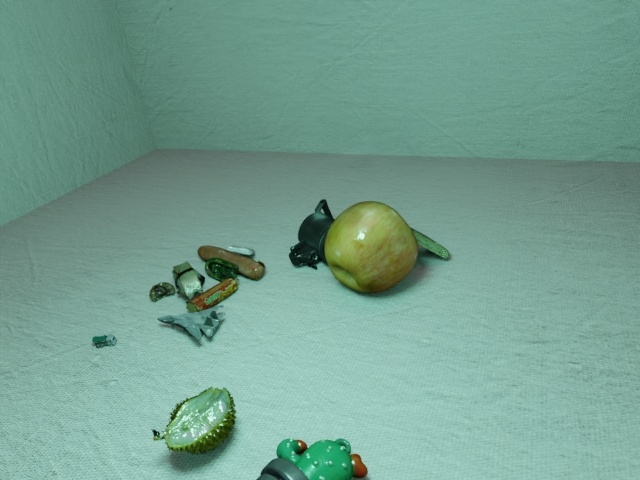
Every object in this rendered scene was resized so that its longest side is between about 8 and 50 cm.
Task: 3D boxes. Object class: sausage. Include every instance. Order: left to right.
[{"bbox_3d":[-0.449,0.230,1.966,0.083,0.083,0.264,17,35,35],"label":"sausage"},{"bbox_3d":[-0.434,0.097,2.188,0.418,0.094,0.094,16,17,35],"label":"sausage"}]

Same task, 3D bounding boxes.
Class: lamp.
[{"bbox_3d":[0.042,-0.011,2.171,0.272,0.205,0.374,10,49,36],"label":"lamp"}]

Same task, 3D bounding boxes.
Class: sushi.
[{"bbox_3d":[-0.590,0.169,2.017,0.134,0.109,0.273,-13,16,-10],"label":"sushi"}]

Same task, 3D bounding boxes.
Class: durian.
[{"bbox_3d":[-0.354,0.542,1.318,0.237,0.138,0.193,-15,33,-22],"label":"durian"}]

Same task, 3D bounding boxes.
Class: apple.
[{"bbox_3d":[0.203,0.033,1.887,0.346,0.391,0.391,-43,41,-16],"label":"apple"}]

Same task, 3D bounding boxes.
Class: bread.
[{"bbox_3d":[-0.713,0.223,2.049,0.113,0.060,0.082,-23,35,-26],"label":"bread"},{"bbox_3d":[0.458,-0.006,2.103,0.286,0.056,0.207,27,8,-24],"label":"bread"}]

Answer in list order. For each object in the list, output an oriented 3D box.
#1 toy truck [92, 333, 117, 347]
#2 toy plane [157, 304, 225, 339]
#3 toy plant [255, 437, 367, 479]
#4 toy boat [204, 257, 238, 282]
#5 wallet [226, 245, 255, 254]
[{"bbox_3d":[-0.844,0.390,1.786,0.083,0.044,0.039,-6,32,0],"label":"toy truck"},{"bbox_3d":[-0.522,0.328,1.805,0.267,0.088,0.212,-6,26,17],"label":"toy plane"},{"bbox_3d":[-0.058,0.603,1.116,0.400,0.185,0.279,-22,11,-41],"label":"toy plant"},{"bbox_3d":[-0.458,0.139,2.118,0.210,0.104,0.052,18,4,33],"label":"toy boat"},{"bbox_3d":[-0.386,0.046,2.236,0.124,0.032,0.183,13,1,-1],"label":"wallet"}]
